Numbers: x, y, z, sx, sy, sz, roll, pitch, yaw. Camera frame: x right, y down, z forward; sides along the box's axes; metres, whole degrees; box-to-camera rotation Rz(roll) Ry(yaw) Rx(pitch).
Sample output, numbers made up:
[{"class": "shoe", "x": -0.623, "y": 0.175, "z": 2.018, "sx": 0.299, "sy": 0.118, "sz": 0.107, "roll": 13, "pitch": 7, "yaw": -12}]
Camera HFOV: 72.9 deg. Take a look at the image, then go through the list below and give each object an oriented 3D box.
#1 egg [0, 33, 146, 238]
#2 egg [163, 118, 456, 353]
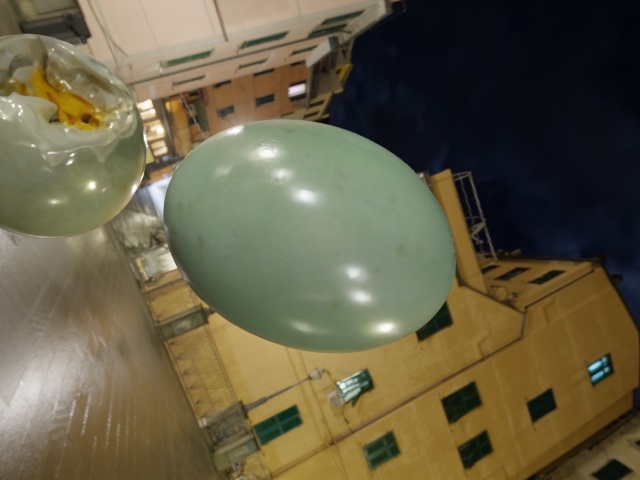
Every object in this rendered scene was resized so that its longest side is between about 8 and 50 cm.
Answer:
[{"class": "egg", "x": -0.431, "y": -0.140, "z": 0.684, "sx": 0.336, "sy": 0.278, "sz": 0.279, "roll": -28, "pitch": -97, "yaw": 46}, {"class": "egg", "x": 0.000, "y": 0.000, "z": 0.553, "sx": 0.276, "sy": 0.388, "sz": 0.276, "roll": -43, "pitch": -145, "yaw": 41}]
